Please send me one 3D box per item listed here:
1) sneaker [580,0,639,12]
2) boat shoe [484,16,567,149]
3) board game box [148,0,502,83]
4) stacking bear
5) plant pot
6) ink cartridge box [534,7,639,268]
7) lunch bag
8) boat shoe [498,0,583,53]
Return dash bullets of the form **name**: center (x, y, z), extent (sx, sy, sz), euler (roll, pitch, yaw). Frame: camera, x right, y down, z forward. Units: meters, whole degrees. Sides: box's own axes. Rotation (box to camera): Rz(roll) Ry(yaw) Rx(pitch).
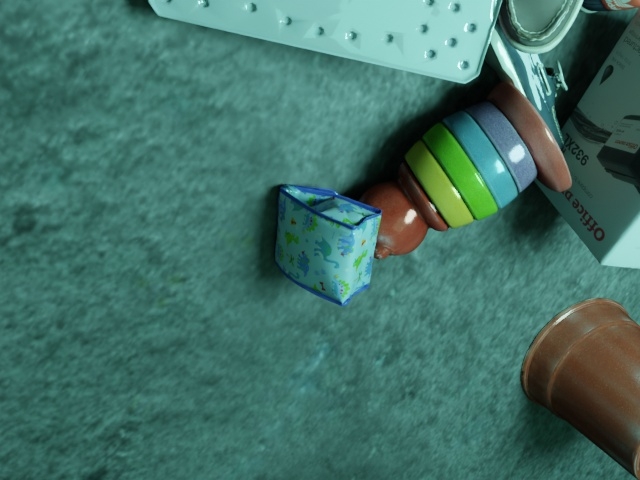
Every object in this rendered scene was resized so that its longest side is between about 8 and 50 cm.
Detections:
- **sneaker**: center (0.494, -0.457, 0.813), extent (0.131, 0.148, 0.350), euler (28, 102, -30)
- **boat shoe**: center (0.309, -0.235, 0.887), extent (0.079, 0.095, 0.254), euler (-34, 114, 10)
- **board game box**: center (0.034, -0.404, 0.646), extent (0.389, 0.050, 0.390), euler (11, 112, -5)
- **stacking bear**: center (0.181, -0.083, 0.875), extent (0.289, 0.175, 0.164), euler (-34, 152, 11)
- **plant pot**: center (0.577, 0.291, 1.149), extent (0.272, 0.265, 0.273), euler (-9, 117, -17)
- **ink cartridge box**: center (0.477, -0.141, 0.874), extent (0.129, 0.223, 0.307), euler (5, 130, -22)
- **lunch bag**: center (0.000, 0.000, 0.856), extent (0.096, 0.151, 0.129), euler (-29, 133, -52)
- **boat shoe**: center (0.268, -0.385, 0.687), extent (0.116, 0.096, 0.325), euler (12, 99, 14)
